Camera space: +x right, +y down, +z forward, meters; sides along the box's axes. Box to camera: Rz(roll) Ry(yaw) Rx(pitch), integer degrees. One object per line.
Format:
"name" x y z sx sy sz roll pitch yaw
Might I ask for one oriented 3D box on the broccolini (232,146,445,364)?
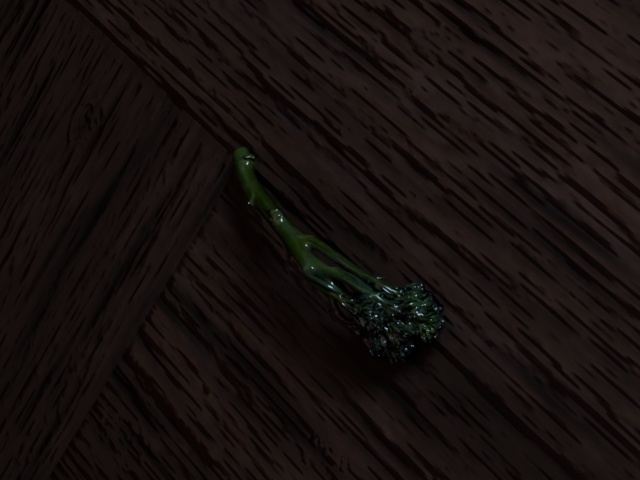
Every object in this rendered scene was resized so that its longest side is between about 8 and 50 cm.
"broccolini" -0.004 -0.001 0.921 0.054 0.052 0.194 -52 55 15
